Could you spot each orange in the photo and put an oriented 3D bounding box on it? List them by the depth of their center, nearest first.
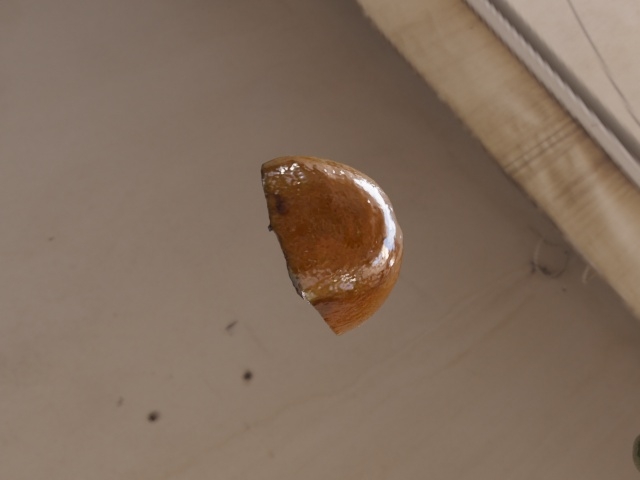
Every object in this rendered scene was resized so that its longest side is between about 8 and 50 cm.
[{"bbox_3d":[0.002,0.001,1.414,0.274,0.310,0.274,-24,-122,44],"label":"orange"}]

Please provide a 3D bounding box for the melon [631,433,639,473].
[{"bbox_3d":[0.606,0.381,1.641,0.098,0.130,0.098,-2,-95,23],"label":"melon"}]
